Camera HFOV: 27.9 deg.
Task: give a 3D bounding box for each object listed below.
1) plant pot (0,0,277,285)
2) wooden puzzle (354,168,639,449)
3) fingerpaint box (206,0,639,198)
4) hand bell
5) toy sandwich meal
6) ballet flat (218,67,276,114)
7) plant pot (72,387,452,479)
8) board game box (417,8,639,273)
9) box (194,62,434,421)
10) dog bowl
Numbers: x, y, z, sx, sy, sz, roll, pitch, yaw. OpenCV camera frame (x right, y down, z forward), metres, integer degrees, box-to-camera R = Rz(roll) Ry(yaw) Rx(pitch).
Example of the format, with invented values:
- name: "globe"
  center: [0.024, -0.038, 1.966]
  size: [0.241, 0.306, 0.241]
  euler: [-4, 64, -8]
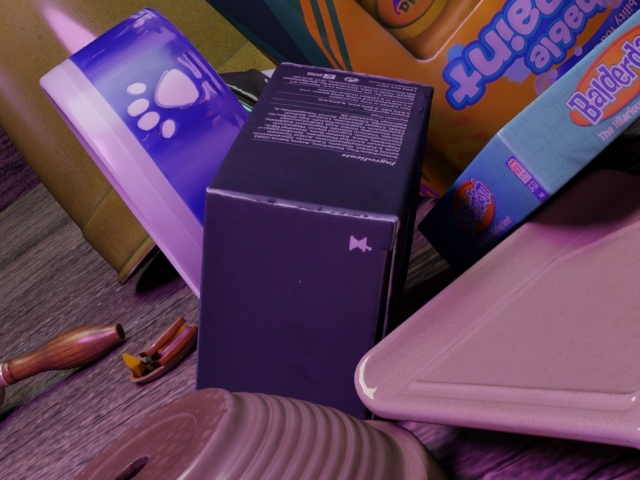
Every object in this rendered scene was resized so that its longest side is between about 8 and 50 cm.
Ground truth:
- name: "plant pot"
  center: [-0.226, -0.202, 1.433]
  size: [0.366, 0.353, 0.366]
  euler: [-47, 4, 4]
- name: "wooden puzzle"
  center: [0.157, 0.028, 0.612]
  size: [0.221, 0.044, 0.239]
  euler: [-37, 18, -25]
- name: "fingerpaint box"
  center: [0.112, -0.307, 0.931]
  size: [0.445, 0.371, 0.163]
  euler: [-51, 21, -7]
- name: "hand bell"
  center: [-0.310, 0.134, 1.328]
  size: [0.242, 0.126, 0.126]
  euler: [-19, 19, 15]
- name: "toy sandwich meal"
  center: [-0.143, 0.094, 1.140]
  size: [0.085, 0.029, 0.085]
  euler: [-35, 15, 11]
- name: "ballet flat"
  center: [-0.007, -0.099, 1.147]
  size: [0.096, 0.095, 0.280]
  euler: [-42, 48, -17]
- name: "plant pot"
  center: [-0.060, 0.151, 0.625]
  size: [0.237, 0.109, 0.237]
  euler: [-35, 16, 11]
- name: "board game box"
  center: [0.149, -0.066, 0.782]
  size: [0.160, 0.047, 0.210]
  euler: [-40, -5, -15]
- name: "box"
  center: [0.000, 0.000, 0.792]
  size: [0.108, 0.153, 0.207]
  euler: [9, 27, 6]
- name: "dog bowl"
  center: [-0.103, -0.049, 1.022]
  size: [0.104, 0.265, 0.265]
  euler: [-38, 15, -7]
